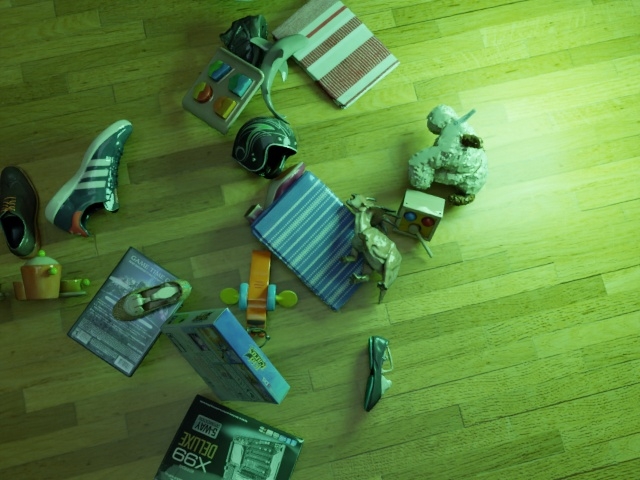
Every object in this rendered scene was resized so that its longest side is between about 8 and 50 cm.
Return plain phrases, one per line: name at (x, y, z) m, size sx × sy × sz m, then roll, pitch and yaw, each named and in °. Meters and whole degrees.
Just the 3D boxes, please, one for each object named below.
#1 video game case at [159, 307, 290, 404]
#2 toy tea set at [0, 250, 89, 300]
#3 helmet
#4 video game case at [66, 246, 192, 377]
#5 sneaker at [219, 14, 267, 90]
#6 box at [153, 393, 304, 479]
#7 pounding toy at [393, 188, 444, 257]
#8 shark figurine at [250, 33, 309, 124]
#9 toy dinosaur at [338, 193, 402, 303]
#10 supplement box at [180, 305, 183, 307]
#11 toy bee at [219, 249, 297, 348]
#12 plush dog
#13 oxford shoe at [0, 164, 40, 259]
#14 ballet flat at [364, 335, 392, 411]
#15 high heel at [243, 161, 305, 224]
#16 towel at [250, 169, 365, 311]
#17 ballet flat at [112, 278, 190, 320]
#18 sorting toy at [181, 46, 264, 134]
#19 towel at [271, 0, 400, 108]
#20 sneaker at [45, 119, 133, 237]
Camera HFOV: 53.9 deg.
video game case at (-0.237, 0.288, 1.551) m, size 0.269 × 0.244 × 0.061 m, roll 56°, pitch 51°, yaw -21°
toy tea set at (-0.792, 0.095, 1.641) m, size 0.336 × 0.200 × 0.124 m, roll -4°, pitch 87°, yaw 3°
helmet at (-0.153, -0.265, 1.753) m, size 0.169 × 0.169 × 0.161 m, roll 34°, pitch 96°, yaw 5°
video game case at (-0.487, 0.181, 1.613) m, size 0.196 × 0.026 × 0.274 m, roll 33°, pitch 80°, yaw 3°
sneaker at (-0.228, -0.544, 1.853) m, size 0.130 × 0.087 × 0.228 m, roll 4°, pitch 95°, yaw 21°
box at (-0.227, 0.561, 1.577) m, size 0.307 × 0.076 × 0.242 m, roll 23°, pitch 52°, yaw 3°
pounding toy at (0.276, -0.047, 1.746) m, size 0.130 × 0.141 × 0.100 m, roll 17°, pitch 50°, yaw 2°
shark figurine at (-0.123, -0.478, 1.778) m, size 0.166 × 0.116 × 0.278 m, roll 16°, pitch 85°, yaw -28°
toy dinosaur at (0.159, 0.019, 1.702) m, size 0.200 × 0.127 × 0.296 m, roll -41°, pitch 111°, yaw -42°
supplement box at (-0.475, 0.173, 1.681) m, size 0.188 × 0.104 × 0.081 m, roll -20°, pitch 81°, yaw -5°
toy bee at (-0.180, 0.181, 1.683) m, size 0.195 × 0.162 × 0.298 m, roll 21°, pitch 53°, yaw 10°
plush dog at (0.395, -0.224, 1.746) m, size 0.210 × 0.225 × 0.262 m, roll 8°, pitch 68°, yaw 42°
oxford shoe at (-0.832, -0.088, 1.724) m, size 0.097 × 0.098 × 0.271 m, roll -17°, pitch 79°, yaw -5°
ballet flat at (0.158, 0.357, 1.685) m, size 0.074 × 0.074 × 0.203 m, roll 5°, pitch 76°, yaw -1°
high heel at (-0.102, -0.108, 1.781) m, size 0.117 × 0.082 × 0.244 m, roll 49°, pitch 64°, yaw -23°
towel at (0.000, 0.000, 1.737) m, size 0.336 × 0.040 × 0.243 m, roll 45°, pitch 76°, yaw -7°
ballet flat at (-0.428, 0.144, 1.575) m, size 0.206 × 0.067 × 0.073 m, roll -23°, pitch 83°, yaw -6°
sorting toy at (-0.284, -0.431, 1.796) m, size 0.193 × 0.038 × 0.208 m, roll 35°, pitch 94°, yaw 24°
towel at (0.044, -0.576, 1.889) m, size 0.237 × 0.037 × 0.329 m, roll -42°, pitch 83°, yaw -10°
sneaker at (-0.597, -0.164, 1.744) m, size 0.148 × 0.131 × 0.350 m, roll 33°, pitch 85°, yaw -2°
